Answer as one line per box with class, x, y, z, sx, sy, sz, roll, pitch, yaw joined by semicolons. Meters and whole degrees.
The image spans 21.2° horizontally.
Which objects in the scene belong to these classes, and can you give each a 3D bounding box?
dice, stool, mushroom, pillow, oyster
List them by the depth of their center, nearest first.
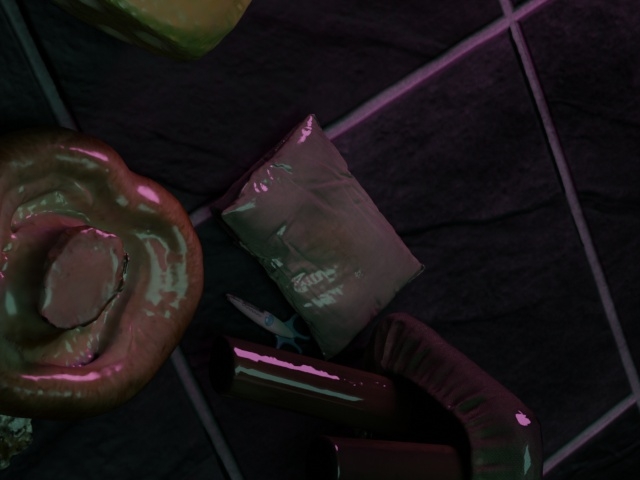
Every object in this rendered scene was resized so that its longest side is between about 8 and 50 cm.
dice;-0.152;-0.266;1.482;0.169;0.166;0.169;30;84;-34
mushroom;-0.230;0.029;1.512;0.278;0.146;0.278;0;91;-36
oyster;-0.315;0.152;1.553;0.086;0.029;0.132;-51;119;-20
stool;0.030;0.249;1.625;0.226;0.310;0.310;2;109;-30
pillow;0.000;0.000;1.713;0.148;0.050;0.230;-44;124;-11

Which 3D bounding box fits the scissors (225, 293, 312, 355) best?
scissors;-0.052;0.082;1.717;0.119;0.014;0.058;36;76;-37
